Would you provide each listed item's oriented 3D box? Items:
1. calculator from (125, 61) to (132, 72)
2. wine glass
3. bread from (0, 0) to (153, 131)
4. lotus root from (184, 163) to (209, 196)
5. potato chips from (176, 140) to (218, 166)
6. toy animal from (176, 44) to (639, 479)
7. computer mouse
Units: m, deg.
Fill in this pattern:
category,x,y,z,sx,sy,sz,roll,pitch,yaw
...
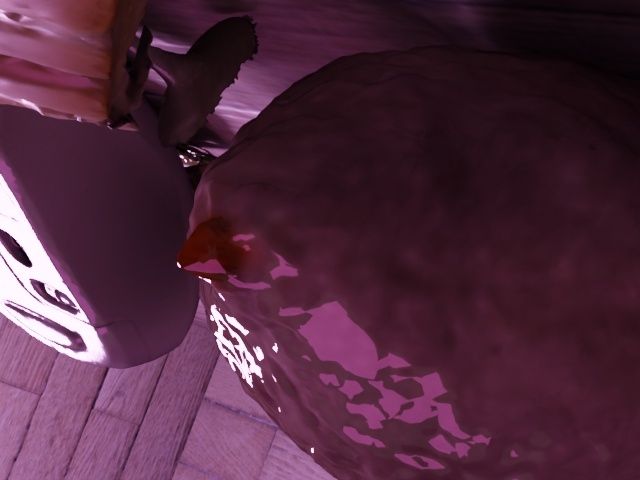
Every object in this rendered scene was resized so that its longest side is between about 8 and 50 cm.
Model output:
category,x,y,z,sx,sy,sz,roll,pitch,yaw
calculator,-0.151,-0.113,0.825,0.094,0.019,0.141,18,172,-3
wine glass,-0.148,-0.124,0.575,0.262,0.074,0.074,28,169,-33
bread,-0.146,-0.127,0.378,0.246,0.111,0.239,21,173,-8
lotus root,0.000,0.000,0.834,0.220,0.125,0.118,22,-159,-9
potato chips,-0.176,-0.094,0.978,0.219,0.029,0.202,21,180,-36
toy animal,0.075,0.024,0.542,0.358,0.188,0.226,18,173,-43
computer mouse,-0.153,-0.056,0.746,0.184,0.121,0.297,19,146,44
